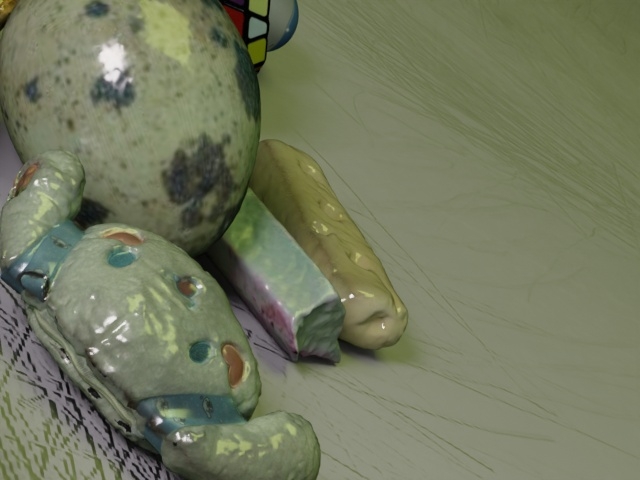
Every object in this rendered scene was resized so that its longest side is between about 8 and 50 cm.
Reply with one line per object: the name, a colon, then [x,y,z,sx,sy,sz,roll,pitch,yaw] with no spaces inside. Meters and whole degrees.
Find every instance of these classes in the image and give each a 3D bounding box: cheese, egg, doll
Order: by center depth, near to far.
doll: [-0.085,0.046,0.809,0.214,0.071,0.103,51,35,11]
egg: [-0.102,-0.073,0.934,0.141,0.141,0.182,0,65,-59]
cheese: [0.000,0.000,1.093,0.065,0.043,0.194,28,20,-38]

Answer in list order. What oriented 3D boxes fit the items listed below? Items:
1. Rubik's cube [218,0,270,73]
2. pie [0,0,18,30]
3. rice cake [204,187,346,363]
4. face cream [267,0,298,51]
Rubik's cube: [-0.093,-0.155,1.170,0.133,0.112,0.133,31,21,-13]
pie: [-0.236,-0.138,0.950,0.128,0.068,0.282,19,21,-4]
rice cake: [-0.077,-0.031,1.033,0.290,0.051,0.081,50,-10,30]
face cream: [-0.125,-0.215,1.289,0.264,0.083,0.149,23,25,-35]
